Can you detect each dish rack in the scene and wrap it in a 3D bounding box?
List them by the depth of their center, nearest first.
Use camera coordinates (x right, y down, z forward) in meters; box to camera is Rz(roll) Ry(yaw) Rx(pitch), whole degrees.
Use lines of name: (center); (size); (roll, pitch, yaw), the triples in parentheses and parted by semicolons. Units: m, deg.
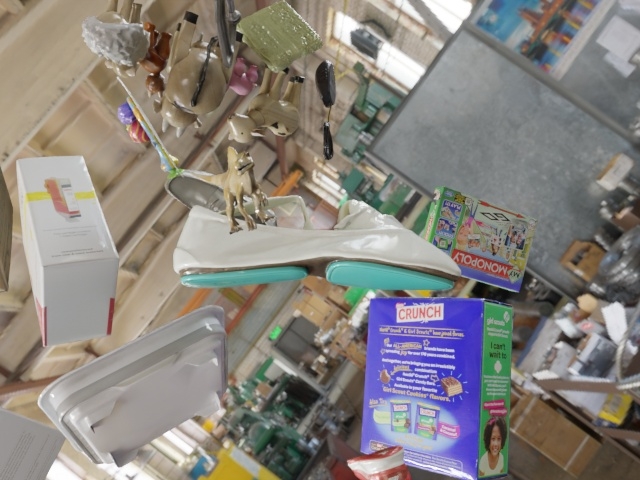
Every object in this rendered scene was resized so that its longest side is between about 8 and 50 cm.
dish rack: (-0.266, 0.254, 0.889); (0.286, 0.072, 0.332); (-25, -28, -24)

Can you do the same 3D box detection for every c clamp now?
c clamp: (-0.120, -0.311, 0.717); (0.160, 0.022, 0.137); (98, 173, -67)

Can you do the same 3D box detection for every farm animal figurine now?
farm animal figurine: (-0.192, -0.250, 0.920); (0.327, 0.331, 0.172); (-126, 52, -83)

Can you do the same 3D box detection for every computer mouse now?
computer mouse: (0.008, -0.300, 1.271); (0.071, 0.041, 0.241); (48, -138, -70)

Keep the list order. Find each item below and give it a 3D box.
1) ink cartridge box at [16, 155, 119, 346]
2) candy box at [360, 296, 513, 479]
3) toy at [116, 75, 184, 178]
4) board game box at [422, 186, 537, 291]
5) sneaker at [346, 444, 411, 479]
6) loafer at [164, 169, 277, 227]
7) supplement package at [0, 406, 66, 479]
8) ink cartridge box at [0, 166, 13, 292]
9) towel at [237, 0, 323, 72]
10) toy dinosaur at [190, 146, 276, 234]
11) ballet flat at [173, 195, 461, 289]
ink cartridge box: (-0.623, 0.016, 1.344); (0.161, 0.384, 0.279); (-7, -44, -31)
candy box: (0.224, 0.273, 1.084); (0.268, 0.122, 0.316); (-5, 77, 44)
toy: (-0.382, -0.233, 1.185); (0.056, 0.237, 0.137); (-36, 24, -8)
board game box: (0.429, 0.001, 1.504); (0.046, 0.318, 0.213); (-173, 98, -71)
sneaker: (0.096, 0.375, 0.808); (0.087, 0.128, 0.221); (-16, -22, -1)
loafer: (-0.259, -0.094, 1.473); (0.112, 0.320, 0.111); (-62, 21, 17)
supplement package: (-0.707, 0.409, 1.098); (0.175, 0.293, 0.177); (-3, 55, 39)
ink cartridge box: (-0.446, -0.066, 0.669); (0.088, 0.234, 0.193); (-12, -58, -22)
towel: (-0.073, -0.351, 0.944); (0.110, 0.148, 0.027); (-33, -29, -12)
toy dinosaur: (-0.091, -0.058, 0.616); (0.053, 0.092, 0.183); (-22, 9, -23)
ballet flat: (0.000, 0.000, 0.770); (0.139, 0.401, 0.139); (-179, 90, -85)
